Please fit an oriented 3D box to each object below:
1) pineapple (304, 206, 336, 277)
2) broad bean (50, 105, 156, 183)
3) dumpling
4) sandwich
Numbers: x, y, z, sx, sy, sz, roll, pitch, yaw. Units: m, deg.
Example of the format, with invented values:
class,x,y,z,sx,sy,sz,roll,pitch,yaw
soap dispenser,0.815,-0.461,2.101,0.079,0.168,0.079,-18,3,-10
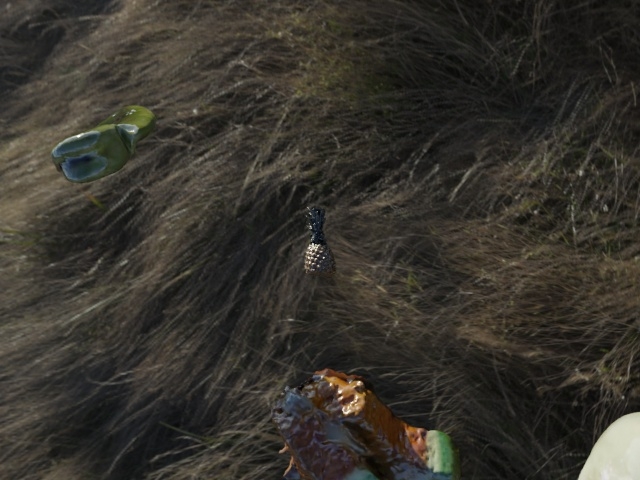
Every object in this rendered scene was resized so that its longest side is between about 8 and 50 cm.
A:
class,x,y,z,sx,sy,sz,roll,pitch,yaw
pineapple,0.000,0.000,1.013,0.058,0.058,0.124,-7,75,28
broad bean,-0.340,-0.153,0.928,0.153,0.207,0.072,-14,113,11
dumpling,0.373,0.237,0.584,0.131,0.179,0.252,-92,21,-47
sandwich,0.043,0.325,0.857,0.250,0.162,0.301,-33,110,25
